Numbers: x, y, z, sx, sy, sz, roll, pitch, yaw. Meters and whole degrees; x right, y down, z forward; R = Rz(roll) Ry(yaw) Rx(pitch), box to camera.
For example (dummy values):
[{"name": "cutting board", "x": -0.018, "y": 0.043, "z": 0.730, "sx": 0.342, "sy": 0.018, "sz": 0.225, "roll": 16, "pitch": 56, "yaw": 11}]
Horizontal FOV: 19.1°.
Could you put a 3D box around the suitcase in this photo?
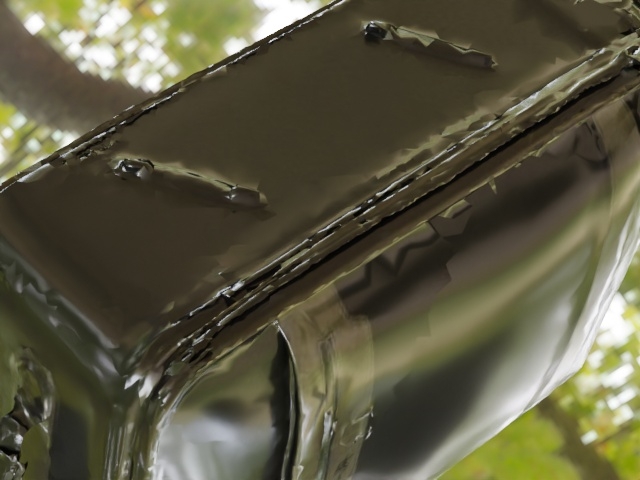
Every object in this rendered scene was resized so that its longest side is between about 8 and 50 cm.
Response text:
[{"name": "suitcase", "x": 0.006, "y": 0.025, "z": 0.979, "sx": 0.434, "sy": 0.283, "sz": 0.194, "roll": -31, "pitch": -119, "yaw": -33}]
